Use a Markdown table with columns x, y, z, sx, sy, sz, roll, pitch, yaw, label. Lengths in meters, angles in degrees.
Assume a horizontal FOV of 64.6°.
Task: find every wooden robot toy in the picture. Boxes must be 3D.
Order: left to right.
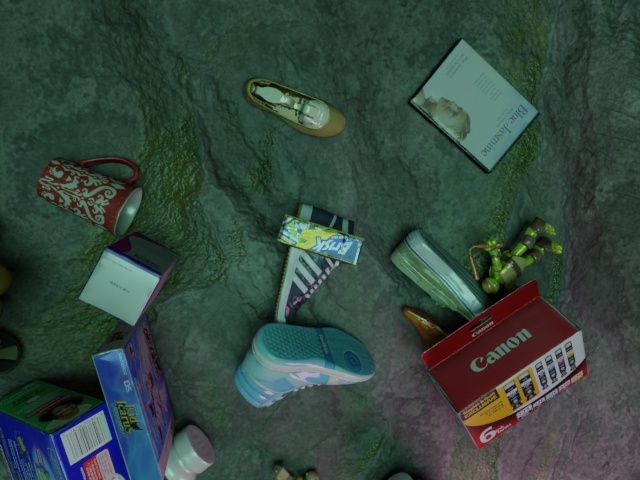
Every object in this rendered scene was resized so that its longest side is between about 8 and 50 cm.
| x | y | z | sx | sy | sz | roll | pitch | yaw | label |
| --- | --- | --- | --- | --- | --- | --- | --- | --- | --- |
| -0.040 | 0.577 | 1.206 | 0.173 | 0.076 | 0.079 | 44 | 56 | -11 | wooden robot toy |

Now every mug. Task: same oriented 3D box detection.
| x | y | z | sx | sy | sz | roll | pitch | yaw | label |
| --- | --- | --- | --- | --- | --- | --- | --- | --- | --- |
| -0.463 | -0.102 | 1.038 | 0.169 | 0.150 | 0.113 | 24 | 131 | -5 | mug |

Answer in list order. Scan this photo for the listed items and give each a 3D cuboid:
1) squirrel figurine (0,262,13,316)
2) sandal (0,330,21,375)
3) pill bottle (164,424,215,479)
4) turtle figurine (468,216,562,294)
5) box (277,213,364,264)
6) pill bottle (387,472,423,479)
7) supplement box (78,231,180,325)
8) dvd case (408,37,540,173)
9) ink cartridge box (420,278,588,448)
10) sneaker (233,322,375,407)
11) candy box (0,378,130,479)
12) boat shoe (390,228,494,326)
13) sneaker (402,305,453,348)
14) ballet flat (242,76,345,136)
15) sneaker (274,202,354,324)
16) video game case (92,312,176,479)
| x | y | z | sx | sy | sz | roll | pitch | yaw | label |
| --- | --- | --- | --- | --- | --- | --- | --- | --- | --- |
| -0.769 | 0.065 | 0.883 | 0.397 | 0.281 | 0.371 | 3 | 62 | -32 | squirrel figurine |
| -0.779 | 0.205 | 1.033 | 0.302 | 0.086 | 0.120 | 31 | 57 | -21 | sandal |
| -0.352 | 0.514 | 1.117 | 0.221 | 0.121 | 0.121 | -37 | 101 | 0 | pill bottle |
| 0.450 | 0.064 | 1.167 | 0.217 | 0.087 | 0.269 | -39 | 111 | -5 | turtle figurine |
| 0.000 | 0.000 | 1.031 | 0.168 | 0.054 | 0.059 | 17 | 86 | -1 | box |
| 0.254 | 0.678 | 1.202 | 0.146 | 0.146 | 0.264 | -39 | 101 | 0 | pill bottle |
| -0.367 | 0.067 | 1.000 | 0.111 | 0.220 | 0.114 | 30 | 95 | -9 | supplement box |
| 0.345 | -0.297 | 1.134 | 0.253 | 0.022 | 0.180 | 38 | 92 | -11 | dvd case |
| 0.408 | 0.275 | 1.114 | 0.309 | 0.130 | 0.272 | -35 | 131 | -1 | ink cartridge box |
| -0.047 | 0.293 | 1.136 | 0.319 | 0.127 | 0.208 | 20 | 126 | -30 | sneaker |
| -0.509 | 0.438 | 1.000 | 0.317 | 0.122 | 0.268 | -3 | 104 | 37 | candy box |
| 0.286 | 0.101 | 1.157 | 0.302 | 0.109 | 0.094 | 45 | 116 | -7 | boat shoe |
| 0.255 | 0.217 | 1.179 | 0.175 | 0.064 | 0.067 | 39 | 102 | -8 | sneaker |
| -0.053 | -0.277 | 1.062 | 0.232 | 0.073 | 0.080 | 18 | 96 | -9 | ballet flat |
| -0.007 | 0.071 | 1.106 | 0.153 | 0.099 | 0.282 | 13 | 94 | -7 | sneaker |
| -0.363 | 0.307 | 1.023 | 0.061 | 0.244 | 0.270 | -14 | 100 | -9 | video game case |
